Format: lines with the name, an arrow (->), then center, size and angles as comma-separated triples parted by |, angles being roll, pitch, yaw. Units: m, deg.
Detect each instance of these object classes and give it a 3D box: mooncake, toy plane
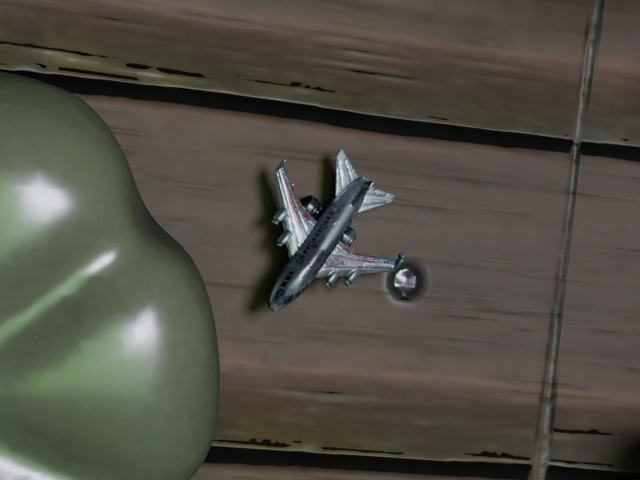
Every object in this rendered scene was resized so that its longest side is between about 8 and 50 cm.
mooncake -> -0.172, 0.057, 0.734 | 0.275, 0.135, 0.275 | -1, 94, -13
toy plane -> 0.000, 0.000, 0.836 | 0.078, 0.031, 0.083 | 39, 80, -15
